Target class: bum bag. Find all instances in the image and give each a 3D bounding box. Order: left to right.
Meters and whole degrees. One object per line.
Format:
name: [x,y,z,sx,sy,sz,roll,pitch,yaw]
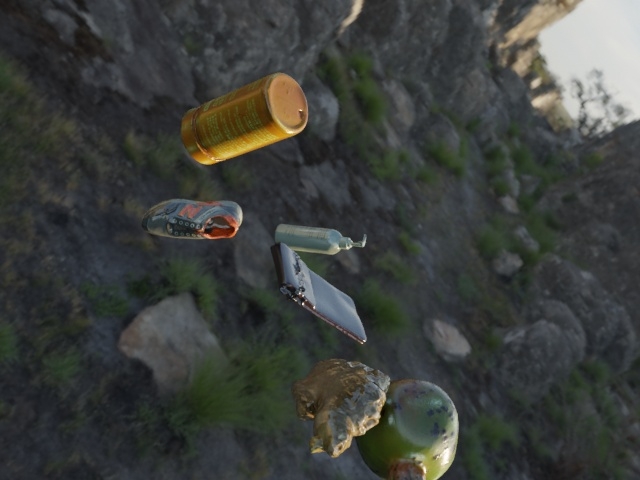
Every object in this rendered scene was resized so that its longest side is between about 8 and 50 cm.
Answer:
bum bag: [0.000,0.070,1.082,0.159,0.026,0.109,35,18,-29]

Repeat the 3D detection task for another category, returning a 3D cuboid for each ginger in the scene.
ginger: [0.032,0.217,1.097,0.074,0.137,0.213,61,-4,-10]

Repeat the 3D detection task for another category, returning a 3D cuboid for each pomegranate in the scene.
pomegranate: [0.125,0.290,1.154,0.159,0.159,0.205,46,30,-26]

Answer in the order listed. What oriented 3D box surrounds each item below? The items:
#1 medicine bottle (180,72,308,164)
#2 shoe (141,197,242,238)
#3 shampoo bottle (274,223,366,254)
medicine bottle: [-0.118,-0.184,1.237,0.096,0.192,0.096,16,68,-46]
shoe: [-0.244,-0.035,1.538,0.077,0.195,0.074,-108,-163,-63]
shampoo bottle: [0.000,0.000,1.696,0.056,0.195,0.056,7,90,-65]
